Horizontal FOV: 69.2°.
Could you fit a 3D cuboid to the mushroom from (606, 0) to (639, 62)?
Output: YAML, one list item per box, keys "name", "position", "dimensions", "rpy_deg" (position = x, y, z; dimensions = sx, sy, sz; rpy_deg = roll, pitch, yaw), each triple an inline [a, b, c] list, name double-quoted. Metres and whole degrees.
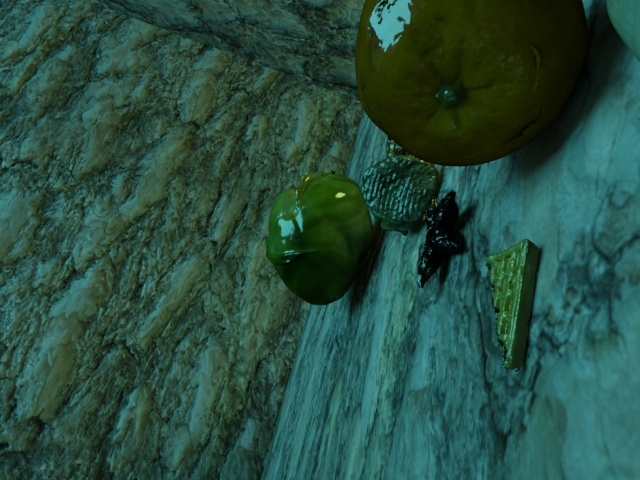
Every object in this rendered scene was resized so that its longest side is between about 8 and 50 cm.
- name: "mushroom"
  position: [0.293, -0.214, 0.365]
  dimensions: [0.123, 0.095, 0.351]
  rpy_deg: [-43, 25, 41]

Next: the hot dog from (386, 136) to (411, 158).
- name: "hot dog"
  position: [0.235, -0.280, 1.150]
  dimensions: [0.175, 0.114, 0.259]
  rpy_deg: [158, 130, -83]

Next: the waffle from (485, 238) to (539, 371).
- name: "waffle"
  position: [0.214, 0.079, 0.543]
  dimensions: [0.097, 0.023, 0.153]
  rpy_deg: [118, 169, -71]

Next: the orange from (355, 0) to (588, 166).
- name: "orange"
  position: [0.181, -0.236, 0.597]
  dimensions: [0.226, 0.283, 0.284]
  rpy_deg: [-58, -6, -43]

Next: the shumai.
- name: "shumai"
  position: [0.198, -0.104, 1.064]
  dimensions: [0.142, 0.184, 0.184]
  rpy_deg: [8, -77, -64]

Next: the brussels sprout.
- name: "brussels sprout"
  position: [-0.012, 0.008, 1.472]
  dimensions: [0.361, 0.342, 0.426]
  rpy_deg: [-66, -13, -56]

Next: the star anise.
- name: "star anise"
  position: [0.209, -0.017, 0.799]
  dimensions: [0.157, 0.053, 0.213]
  rpy_deg: [117, 173, -67]
